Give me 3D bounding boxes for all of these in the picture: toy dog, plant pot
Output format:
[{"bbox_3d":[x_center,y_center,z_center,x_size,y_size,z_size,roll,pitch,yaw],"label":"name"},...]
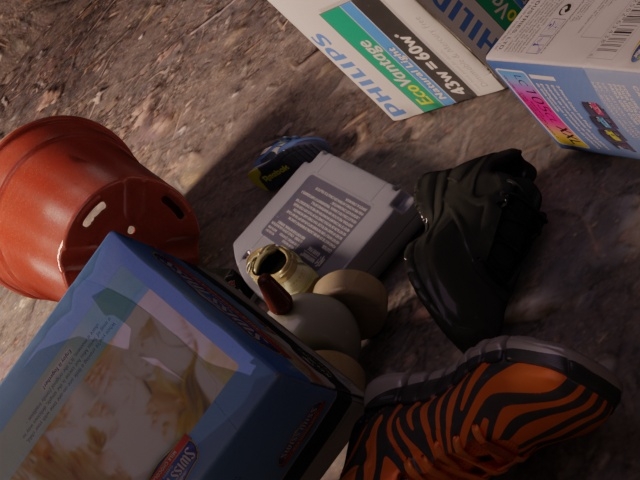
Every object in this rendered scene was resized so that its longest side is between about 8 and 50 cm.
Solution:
[{"bbox_3d":[-0.085,0.133,1.674,0.333,0.161,0.220,-40,25,14],"label":"toy dog"},{"bbox_3d":[-0.309,-0.014,2.165,0.272,0.272,0.265,-51,33,-9],"label":"plant pot"}]

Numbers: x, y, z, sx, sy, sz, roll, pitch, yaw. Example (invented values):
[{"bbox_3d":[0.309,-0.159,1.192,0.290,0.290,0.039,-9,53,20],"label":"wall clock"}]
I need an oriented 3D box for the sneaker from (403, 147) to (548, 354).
[{"bbox_3d":[0.160,-0.002,1.563,0.130,0.109,0.286,-28,32,23],"label":"sneaker"}]

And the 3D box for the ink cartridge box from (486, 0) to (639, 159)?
[{"bbox_3d":[0.369,-0.210,1.476,0.270,0.151,0.395,-52,24,-9],"label":"ink cartridge box"}]

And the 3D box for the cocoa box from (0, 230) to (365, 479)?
[{"bbox_3d":[-0.166,0.208,1.466,0.231,0.228,0.347,38,94,27],"label":"cocoa box"}]

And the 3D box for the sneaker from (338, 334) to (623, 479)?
[{"bbox_3d":[0.120,0.195,1.333,0.321,0.124,0.180,-28,33,56],"label":"sneaker"}]

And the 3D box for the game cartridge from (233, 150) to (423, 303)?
[{"bbox_3d":[0.000,0.000,1.870,0.196,0.060,0.294,-45,24,-5],"label":"game cartridge"}]

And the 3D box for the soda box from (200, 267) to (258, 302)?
[{"bbox_3d":[-0.149,0.072,1.996,0.169,0.053,0.060,-1,51,58],"label":"soda box"}]

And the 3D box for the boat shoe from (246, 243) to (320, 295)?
[{"bbox_3d":[-0.052,0.029,1.791,0.056,0.048,0.153,-49,25,-4],"label":"boat shoe"}]

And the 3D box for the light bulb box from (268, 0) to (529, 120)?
[{"bbox_3d":[0.117,-0.403,1.921,0.225,0.358,0.361,-11,43,55],"label":"light bulb box"}]

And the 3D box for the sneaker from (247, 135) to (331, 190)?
[{"bbox_3d":[-0.038,-0.114,2.100,0.144,0.053,0.059,-18,35,45],"label":"sneaker"}]
